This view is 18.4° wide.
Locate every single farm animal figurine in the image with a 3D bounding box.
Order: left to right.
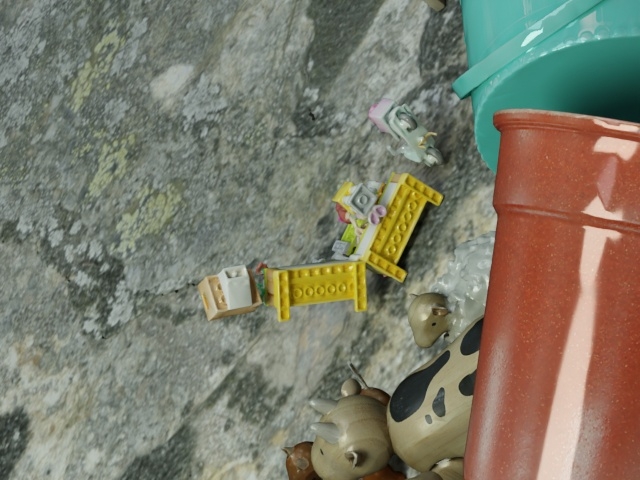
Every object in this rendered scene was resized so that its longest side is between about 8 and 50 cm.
[{"bbox_3d":[0.086,0.173,1.564,0.327,0.172,0.330,-48,35,14],"label":"farm animal figurine"}]

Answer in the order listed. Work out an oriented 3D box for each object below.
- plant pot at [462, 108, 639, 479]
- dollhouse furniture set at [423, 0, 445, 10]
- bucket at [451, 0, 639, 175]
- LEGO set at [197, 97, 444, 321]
[{"bbox_3d":[0.226,0.068,1.392,0.272,0.272,0.265,11,88,55],"label":"plant pot"},{"bbox_3d":[0.084,-0.364,2.003,0.303,0.174,0.355,-37,38,29],"label":"dollhouse furniture set"},{"bbox_3d":[0.237,-0.162,1.567,0.281,0.281,0.183,-28,47,37],"label":"bucket"},{"bbox_3d":[0.000,0.000,1.853,0.287,0.132,0.107,-43,23,-19],"label":"LEGO set"}]
